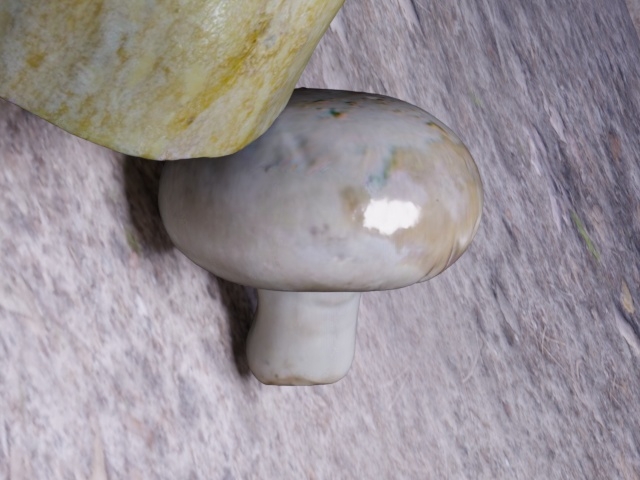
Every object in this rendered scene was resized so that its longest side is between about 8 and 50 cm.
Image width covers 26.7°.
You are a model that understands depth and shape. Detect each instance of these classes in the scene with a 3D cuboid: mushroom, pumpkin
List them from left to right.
[{"bbox_3d":[-0.103,-0.231,0.839,0.332,0.199,0.332,28,42,-28],"label":"pumpkin"},{"bbox_3d":[0.000,0.000,1.015,0.243,0.243,0.244,39,43,-48],"label":"mushroom"}]
